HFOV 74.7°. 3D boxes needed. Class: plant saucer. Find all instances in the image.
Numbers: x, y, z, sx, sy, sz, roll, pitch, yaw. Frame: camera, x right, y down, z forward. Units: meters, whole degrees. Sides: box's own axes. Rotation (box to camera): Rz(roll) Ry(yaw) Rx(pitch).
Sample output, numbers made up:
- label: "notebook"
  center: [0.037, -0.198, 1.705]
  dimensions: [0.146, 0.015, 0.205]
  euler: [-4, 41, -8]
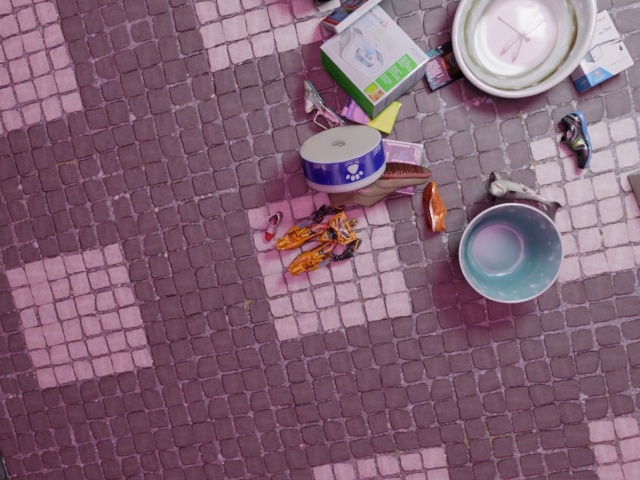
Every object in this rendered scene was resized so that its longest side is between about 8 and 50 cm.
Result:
- label: "plant saucer"
  center: [0.611, -0.644, 1.293]
  dimensions: [0.401, 0.100, 0.400]
  euler: [3, 103, 13]

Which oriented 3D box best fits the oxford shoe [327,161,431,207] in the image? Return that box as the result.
- label: "oxford shoe"
  center: [0.192, -0.182, 1.405]
  dimensions: [0.349, 0.123, 0.130]
  euler: [-4, 116, 10]

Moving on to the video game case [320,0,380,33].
- label: "video game case"
  center: [0.141, -0.766, 1.330]
  dimensions: [0.285, 0.204, 0.025]
  euler: [-35, 124, 8]

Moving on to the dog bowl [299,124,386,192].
- label: "dog bowl"
  center: [0.070, -0.264, 1.335]
  dimensions: [0.265, 0.264, 0.104]
  euler: [-10, 127, 7]

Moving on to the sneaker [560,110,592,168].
- label: "sneaker"
  center: [0.829, -0.322, 1.362]
  dimensions: [0.078, 0.067, 0.188]
  euler: [-15, 95, 29]

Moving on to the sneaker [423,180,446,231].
- label: "sneaker"
  center: [0.392, -0.117, 1.431]
  dimensions: [0.068, 0.064, 0.175]
  euler: [-9, 100, -13]

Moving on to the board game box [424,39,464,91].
- label: "board game box"
  center: [0.431, -0.592, 1.392]
  dimensions: [0.186, 0.026, 0.126]
  euler: [-23, 92, 8]

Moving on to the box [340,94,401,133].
- label: "box"
  center: [0.171, -0.439, 1.425]
  dimensions: [0.178, 0.042, 0.108]
  euler: [21, 96, 5]

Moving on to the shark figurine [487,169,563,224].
- label: "shark figurine"
  center: [0.645, -0.135, 1.391]
  dimensions: [0.279, 0.166, 0.116]
  euler: [15, 123, -13]

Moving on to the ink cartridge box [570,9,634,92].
- label: "ink cartridge box"
  center: [0.854, -0.590, 1.319]
  dimensions: [0.140, 0.082, 0.190]
  euler: [-29, 93, 8]

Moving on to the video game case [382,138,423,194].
- label: "video game case"
  center: [0.243, -0.256, 1.445]
  dimensions: [0.191, 0.022, 0.173]
  euler: [10, 96, 5]

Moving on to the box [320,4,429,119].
- label: "box"
  center: [0.171, -0.572, 1.350]
  dimensions: [0.231, 0.127, 0.262]
  euler: [-40, 83, 0]

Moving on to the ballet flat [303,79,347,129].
- label: "ballet flat"
  center: [-0.002, -0.443, 1.431]
  dimensions: [0.079, 0.077, 0.221]
  euler: [-41, 94, 12]

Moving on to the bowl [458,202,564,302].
- label: "bowl"
  center: [0.591, 0.033, 1.362]
  dimensions: [0.312, 0.163, 0.311]
  euler: [1, 96, 6]

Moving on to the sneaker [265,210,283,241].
- label: "sneaker"
  center: [-0.172, -0.049, 1.486]
  dimensions: [0.042, 0.067, 0.118]
  euler: [24, 97, 4]

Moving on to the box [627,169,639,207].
- label: "box"
  center: [1.118, -0.095, 1.314]
  dimensions: [0.148, 0.121, 0.311]
  euler: [-23, 92, 8]

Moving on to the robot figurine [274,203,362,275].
- label: "robot figurine"
  center: [0.000, 0.000, 1.463]
  dimensions: [0.291, 0.085, 0.211]
  euler: [-28, 93, 8]
